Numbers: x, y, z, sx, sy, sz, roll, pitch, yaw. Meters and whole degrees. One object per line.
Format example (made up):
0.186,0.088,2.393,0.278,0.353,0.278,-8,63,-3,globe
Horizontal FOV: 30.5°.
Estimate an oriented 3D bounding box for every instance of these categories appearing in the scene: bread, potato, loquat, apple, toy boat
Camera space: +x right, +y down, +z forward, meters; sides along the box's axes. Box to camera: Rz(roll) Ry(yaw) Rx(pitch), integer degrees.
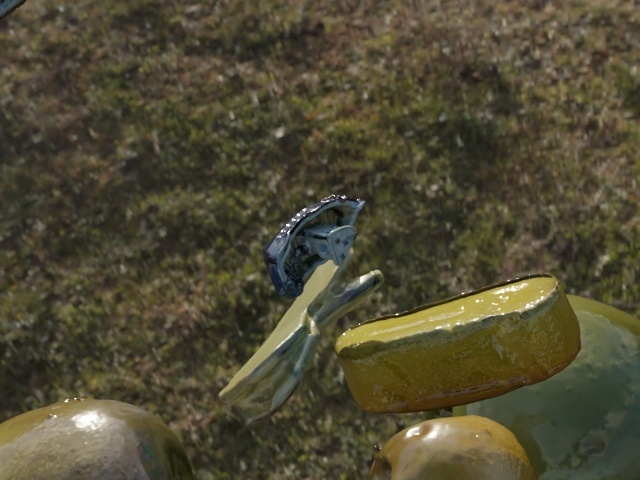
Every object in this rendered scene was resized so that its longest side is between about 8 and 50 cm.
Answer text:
0.136,0.106,1.174,0.245,0.094,0.102,-17,22,20,bread
-0.139,0.172,0.735,0.117,0.182,0.202,-45,19,24,potato
0.172,0.328,1.433,0.244,0.244,0.244,-9,48,10,loquat
0.371,0.297,1.795,0.473,0.474,0.474,-9,48,10,apple
0.000,0.000,0.642,0.038,0.038,0.083,16,43,28,toy boat

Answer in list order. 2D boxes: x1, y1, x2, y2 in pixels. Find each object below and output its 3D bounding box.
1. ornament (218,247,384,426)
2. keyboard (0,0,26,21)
-0.034,0.102,1.135,0.059,0.180,0.201,44,51,-4,ornament
-0.193,-0.093,0.587,0.166,0.017,0.055,-48,21,-28,keyboard
